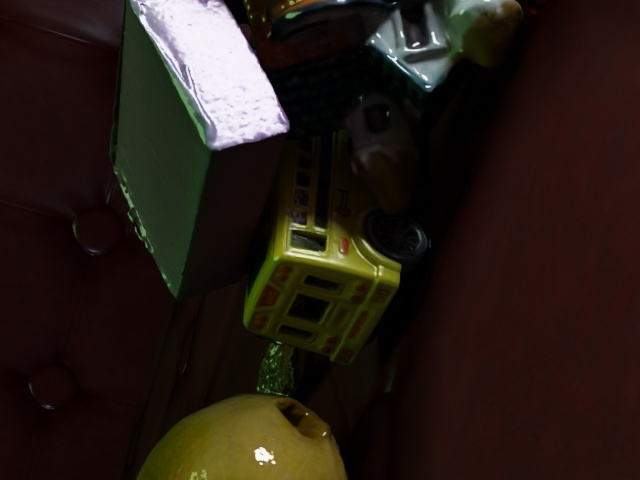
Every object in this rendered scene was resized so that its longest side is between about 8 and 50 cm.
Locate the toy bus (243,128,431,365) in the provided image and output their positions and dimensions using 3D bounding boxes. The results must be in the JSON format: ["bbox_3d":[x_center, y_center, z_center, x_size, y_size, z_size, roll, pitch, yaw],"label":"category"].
[{"bbox_3d":[0.012,-0.050,1.104,0.330,0.152,0.144,-86,16,-44],"label":"toy bus"}]

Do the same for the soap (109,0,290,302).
[{"bbox_3d":[-0.116,-0.086,0.988,0.181,0.081,0.259,60,154,22],"label":"soap"}]

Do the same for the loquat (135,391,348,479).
[{"bbox_3d":[-0.068,0.251,0.989,0.238,0.193,0.238,-35,40,35],"label":"loquat"}]

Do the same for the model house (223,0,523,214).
[{"bbox_3d":[0.042,-0.176,0.954,0.190,0.271,0.301,94,165,-78],"label":"model house"}]

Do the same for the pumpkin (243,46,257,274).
[{"bbox_3d":[-0.102,-0.097,1.506,0.315,0.238,0.315,24,-90,-80],"label":"pumpkin"}]

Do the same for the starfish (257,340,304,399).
[{"bbox_3d":[-0.048,0.190,1.303,0.138,0.050,0.247,-107,19,-66],"label":"starfish"}]
